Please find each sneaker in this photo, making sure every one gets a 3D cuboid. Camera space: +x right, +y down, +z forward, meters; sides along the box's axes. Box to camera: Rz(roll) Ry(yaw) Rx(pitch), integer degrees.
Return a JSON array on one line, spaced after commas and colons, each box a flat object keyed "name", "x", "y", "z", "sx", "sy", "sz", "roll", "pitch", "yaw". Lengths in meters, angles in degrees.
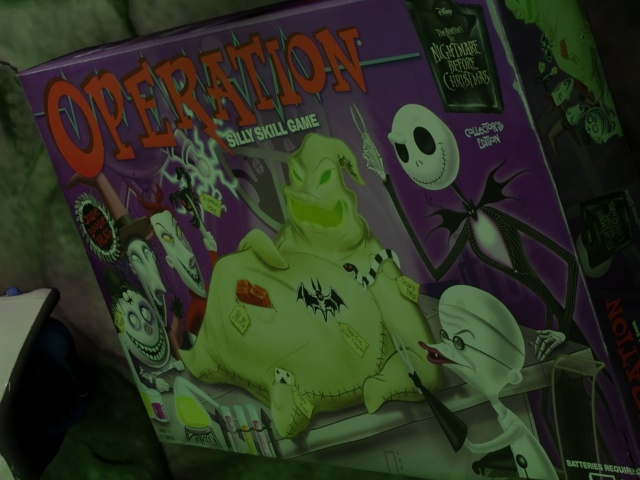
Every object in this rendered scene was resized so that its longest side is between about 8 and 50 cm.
[{"name": "sneaker", "x": -0.230, "y": 0.073, "z": 0.925, "sx": 0.315, "sy": 0.182, "sz": 0.127, "roll": 48, "pitch": 147, "yaw": 41}]

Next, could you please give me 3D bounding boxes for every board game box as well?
[{"name": "board game box", "x": 0.000, "y": 0.000, "z": 0.736, "sx": 0.347, "sy": 0.056, "sz": 0.208, "roll": -3, "pitch": 106, "yaw": 54}]
